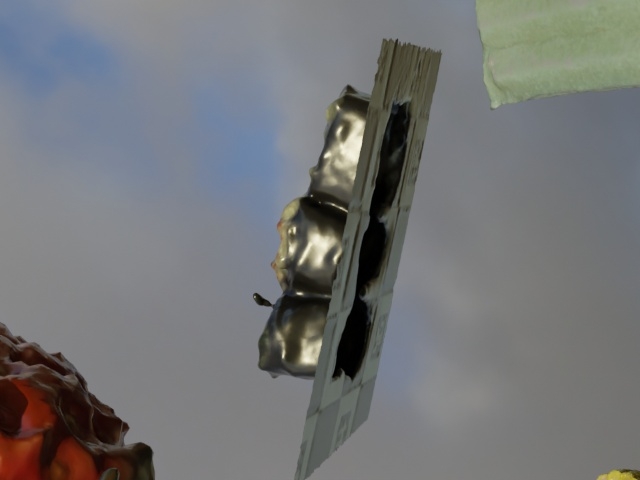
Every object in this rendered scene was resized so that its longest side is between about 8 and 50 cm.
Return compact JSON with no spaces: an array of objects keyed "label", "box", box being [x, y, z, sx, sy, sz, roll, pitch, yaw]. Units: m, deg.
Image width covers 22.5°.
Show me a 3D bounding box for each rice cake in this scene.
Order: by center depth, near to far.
[{"label":"rice cake","box":[0.182,-0.157,1.079,0.043,0.237,0.127,-8,-87,-34]}]

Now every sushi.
[{"label":"sushi","box":[0.000,0.000,1.416,0.296,0.100,0.373,-20,-58,-75]}]

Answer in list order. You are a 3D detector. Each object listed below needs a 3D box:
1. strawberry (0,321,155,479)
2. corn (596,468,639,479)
[{"label":"strawberry","box":[-0.113,0.079,0.422,0.175,0.236,0.107,31,-128,-48]},{"label":"corn","box":[0.341,0.280,1.571,0.244,0.093,0.093,28,-143,-50]}]
